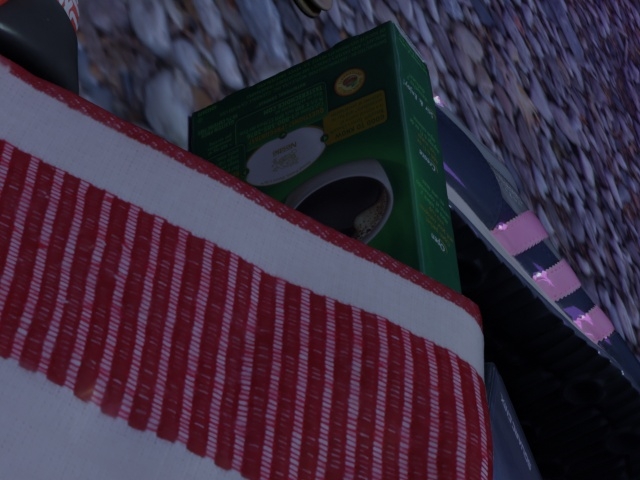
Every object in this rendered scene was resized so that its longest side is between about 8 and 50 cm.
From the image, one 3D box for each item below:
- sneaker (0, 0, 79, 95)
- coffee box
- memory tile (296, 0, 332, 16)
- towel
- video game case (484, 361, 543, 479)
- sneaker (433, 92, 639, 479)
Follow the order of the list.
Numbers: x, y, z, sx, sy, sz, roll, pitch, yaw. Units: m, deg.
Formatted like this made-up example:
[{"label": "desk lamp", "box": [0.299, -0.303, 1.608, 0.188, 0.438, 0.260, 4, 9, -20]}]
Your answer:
[{"label": "sneaker", "box": [-0.173, -0.145, 0.472, 0.270, 0.090, 0.145, 41, 32, -50]}, {"label": "coffee box", "box": [0.000, 0.000, 0.669, 0.040, 0.113, 0.184, 46, 29, -44]}, {"label": "memory tile", "box": [-0.033, -0.211, 0.922, 0.148, 0.012, 0.113, 53, 27, -28]}, {"label": "towel", "box": [-0.064, 0.065, 0.339, 0.237, 0.037, 0.329, 28, 33, -11]}, {"label": "video game case", "box": [0.092, 0.213, 0.730, 0.274, 0.026, 0.196, -72, 142, -59]}, {"label": "sneaker", "box": [0.101, 0.023, 0.858, 0.319, 0.112, 0.131, 50, 31, -34]}]
